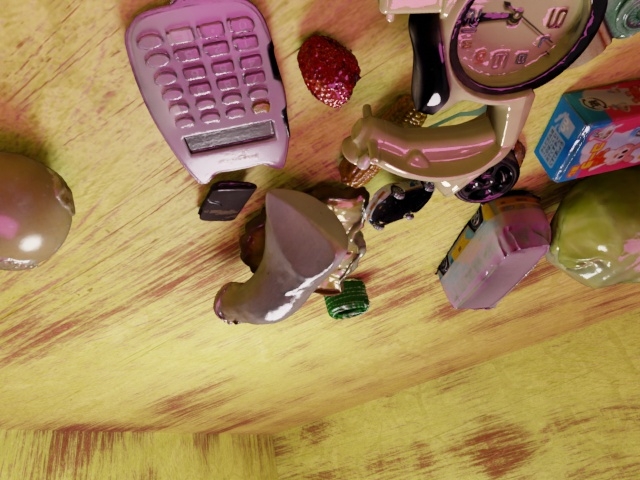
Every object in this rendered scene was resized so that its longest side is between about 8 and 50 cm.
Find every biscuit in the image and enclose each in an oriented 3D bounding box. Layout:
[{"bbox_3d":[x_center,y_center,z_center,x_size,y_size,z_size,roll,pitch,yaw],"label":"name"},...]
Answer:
[{"bbox_3d":[0.000,0.000,0.920,0.329,0.078,0.335,26,128,-35],"label":"biscuit"}]

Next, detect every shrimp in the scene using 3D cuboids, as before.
[{"bbox_3d":[0.382,-0.174,0.852,0.101,0.042,0.190,-38,145,-2],"label":"shrimp"}]

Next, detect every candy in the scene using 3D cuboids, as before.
[{"bbox_3d":[0.602,-0.224,0.804,0.305,0.100,0.157,-12,147,-2],"label":"candy"}]

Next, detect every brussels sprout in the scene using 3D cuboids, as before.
[{"bbox_3d":[0.696,-0.033,0.951,0.344,0.268,0.344,-32,152,-19],"label":"brussels sprout"}]

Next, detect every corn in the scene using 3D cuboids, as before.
[{"bbox_3d":[0.104,-0.166,0.725,0.068,0.068,0.207,13,139,-36],"label":"corn"}]

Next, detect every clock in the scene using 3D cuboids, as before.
[{"bbox_3d":[0.171,-0.193,0.539,0.276,0.120,0.379,0,141,-2],"label":"clock"}]

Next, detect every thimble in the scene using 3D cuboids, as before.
[{"bbox_3d":[0.079,0.174,1.216,0.129,0.090,0.118,-18,150,7],"label":"thimble"}]

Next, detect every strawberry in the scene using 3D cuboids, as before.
[{"bbox_3d":[0.011,-0.237,0.576,0.096,0.083,0.083,37,129,-13],"label":"strawberry"}]

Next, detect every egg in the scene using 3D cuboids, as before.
[{"bbox_3d":[-0.455,-0.042,0.615,0.164,0.165,0.201,3,146,-26],"label":"egg"}]

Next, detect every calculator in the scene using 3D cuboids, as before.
[{"bbox_3d":[-0.148,-0.207,0.595,0.194,0.043,0.294,-11,144,-3],"label":"calculator"}]

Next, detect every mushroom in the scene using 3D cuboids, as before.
[{"bbox_3d":[-0.096,0.076,0.850,0.177,0.126,0.397,35,128,0],"label":"mushroom"}]

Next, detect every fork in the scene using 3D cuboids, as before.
[{"bbox_3d":[0.220,-0.199,0.690,0.235,0.021,0.039,-29,147,-14],"label":"fork"}]

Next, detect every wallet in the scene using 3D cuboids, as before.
[{"bbox_3d":[-0.177,-0.070,0.768,0.082,0.018,0.156,-3,163,-29],"label":"wallet"}]

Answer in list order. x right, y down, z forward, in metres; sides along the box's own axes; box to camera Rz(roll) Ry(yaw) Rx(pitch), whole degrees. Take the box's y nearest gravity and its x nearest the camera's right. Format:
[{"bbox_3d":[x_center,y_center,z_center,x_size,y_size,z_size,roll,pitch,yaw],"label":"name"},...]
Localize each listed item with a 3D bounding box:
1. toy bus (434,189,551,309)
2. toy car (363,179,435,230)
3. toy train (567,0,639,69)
[{"bbox_3d":[0.461,0.046,1.103,0.170,0.163,0.386,-6,146,-11],"label":"toy bus"},{"bbox_3d":[0.166,-0.082,0.855,0.204,0.056,0.095,-19,146,-45],"label":"toy car"},{"bbox_3d":[0.320,-0.334,0.528,0.285,0.116,0.177,18,148,-42],"label":"toy train"}]
